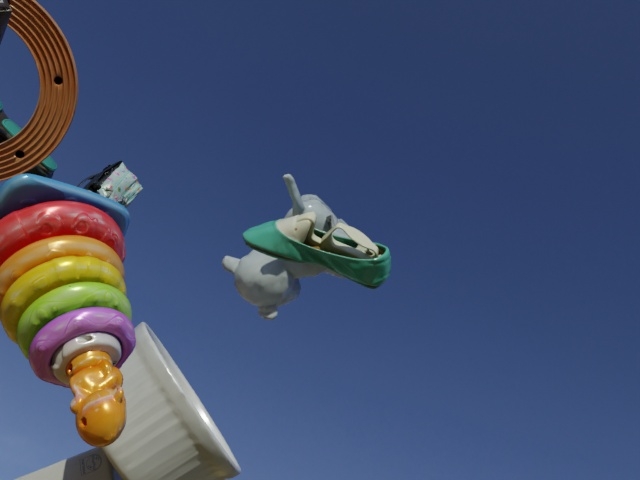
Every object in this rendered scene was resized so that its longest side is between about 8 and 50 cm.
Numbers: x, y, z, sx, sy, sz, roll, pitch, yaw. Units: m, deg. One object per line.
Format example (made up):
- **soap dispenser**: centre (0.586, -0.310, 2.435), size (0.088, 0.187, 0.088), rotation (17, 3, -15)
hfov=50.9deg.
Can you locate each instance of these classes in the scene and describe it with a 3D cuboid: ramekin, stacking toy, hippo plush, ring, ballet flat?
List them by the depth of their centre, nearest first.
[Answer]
- **stacking toy**: centre (-0.257, 0.087, 0.701), size (0.175, 0.302, 0.166), rotation (-50, -40, 15)
- **ramekin**: centre (-0.252, 0.275, 1.025), size (0.277, 0.135, 0.277), rotation (51, -15, 19)
- **ring**: centre (-0.567, -0.257, 1.077), size (0.337, 0.032, 0.336), rotation (-4, -77, -17)
- **ballet flat**: centre (0.000, 0.000, 1.088), size (0.247, 0.083, 0.087), rotation (18, -63, 0)
- **ballet flat**: centre (-0.594, -0.206, 1.195), size (0.096, 0.095, 0.280), rotation (-34, -79, 5)
- **hippo plush**: centre (-0.035, 0.052, 1.286), size (0.234, 0.294, 0.236), rotation (44, -86, 7)

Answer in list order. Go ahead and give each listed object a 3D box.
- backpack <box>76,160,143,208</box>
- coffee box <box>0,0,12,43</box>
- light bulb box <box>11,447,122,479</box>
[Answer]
- **backpack**: centre (-0.524, -0.109, 1.643), size (0.152, 0.182, 0.115), rotation (-19, -63, 35)
- **coffee box**: centre (-0.511, -0.362, 0.837), size (0.168, 0.119, 0.297), rotation (-31, -100, 48)
- **light bulb box**: centre (-0.448, 0.555, 1.163), size (0.361, 0.225, 0.358), rotation (-20, -31, -2)
